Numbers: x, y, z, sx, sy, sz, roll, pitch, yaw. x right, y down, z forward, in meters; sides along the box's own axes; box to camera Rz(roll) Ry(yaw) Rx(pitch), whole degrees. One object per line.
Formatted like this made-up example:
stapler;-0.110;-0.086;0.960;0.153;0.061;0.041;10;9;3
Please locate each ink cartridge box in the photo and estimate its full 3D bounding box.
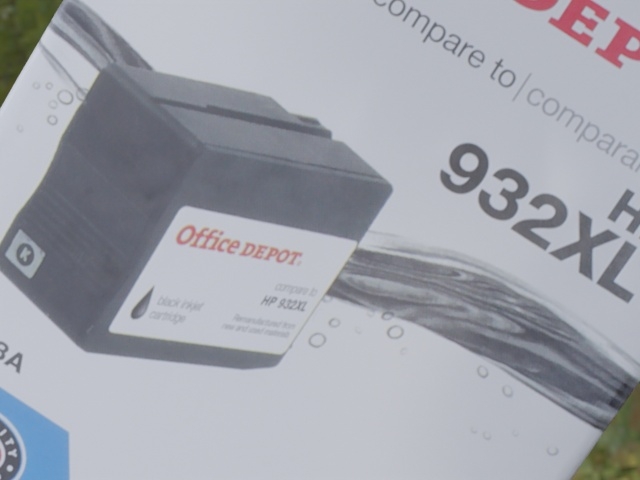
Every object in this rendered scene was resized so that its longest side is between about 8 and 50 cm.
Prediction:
ink cartridge box;0.000;0.000;0.617;0.307;0.223;0.129;-57;-1;14
